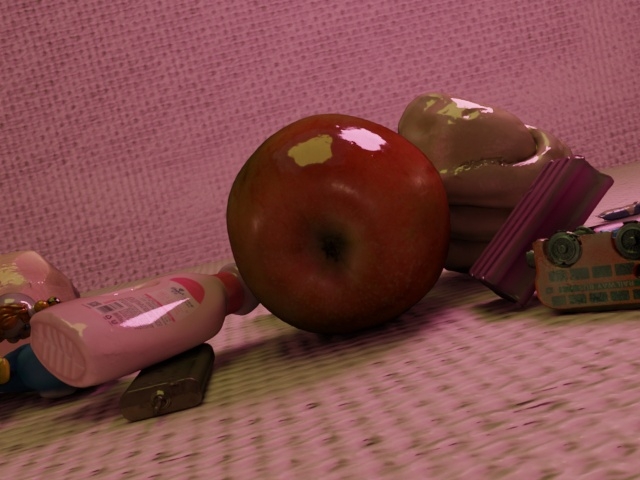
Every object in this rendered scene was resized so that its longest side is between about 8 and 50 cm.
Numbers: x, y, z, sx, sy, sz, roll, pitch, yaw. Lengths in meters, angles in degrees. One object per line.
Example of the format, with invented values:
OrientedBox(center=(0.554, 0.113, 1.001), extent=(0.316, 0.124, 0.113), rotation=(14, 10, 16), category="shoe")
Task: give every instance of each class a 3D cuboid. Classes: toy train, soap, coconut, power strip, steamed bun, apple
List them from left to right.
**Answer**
OrientedBox(center=(-0.563, 0.136, 1.405), extent=(0.231, 0.227, 0.227), rotation=(-14, 4, -17), category="coconut")
OrientedBox(center=(-0.185, 0.173, 0.935), extent=(0.092, 0.034, 0.268), rotation=(-13, 4, -3), category="power strip")
OrientedBox(center=(0.024, -0.015, 1.054), extent=(0.319, 0.319, 0.277), rotation=(-12, 24, 19), category="apple")
OrientedBox(center=(0.247, -0.068, 1.271), extent=(0.339, 0.247, 0.352), rotation=(27, -9, -7), category="steamed bun")
OrientedBox(center=(0.289, -0.014, 1.006), extent=(0.203, 0.065, 0.122), rotation=(-54, 3, 1), category="soap")
OrientedBox(center=(0.333, 0.027, 0.872), extent=(0.188, 0.099, 0.072), rotation=(-11, 2, 41), category="toy train")

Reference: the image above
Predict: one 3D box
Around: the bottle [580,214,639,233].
OrientedBox(center=(0.451, -0.005, 1.015), extent=(0.254, 0.079, 0.096), rotation=(-14, 31, 1), category="bottle")

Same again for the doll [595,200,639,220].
OrientedBox(center=(0.650, -0.064, 1.609), extent=(0.125, 0.027, 0.037), rotation=(-12, 11, 8), category="doll")

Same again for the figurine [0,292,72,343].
OrientedBox(center=(-0.418, 0.107, 1.101), extent=(0.143, 0.068, 0.101), rotation=(-14, -23, -30), category="figurine")

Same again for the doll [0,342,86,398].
OrientedBox(center=(-0.416, 0.195, 1.118), extent=(0.341, 0.098, 0.346), rotation=(-25, -12, 41), category="doll")

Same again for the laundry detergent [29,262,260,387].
OrientedBox(center=(-0.215, 0.101, 1.033), extent=(0.159, 0.087, 0.335), rotation=(24, 25, 31), category="laundry detergent")
